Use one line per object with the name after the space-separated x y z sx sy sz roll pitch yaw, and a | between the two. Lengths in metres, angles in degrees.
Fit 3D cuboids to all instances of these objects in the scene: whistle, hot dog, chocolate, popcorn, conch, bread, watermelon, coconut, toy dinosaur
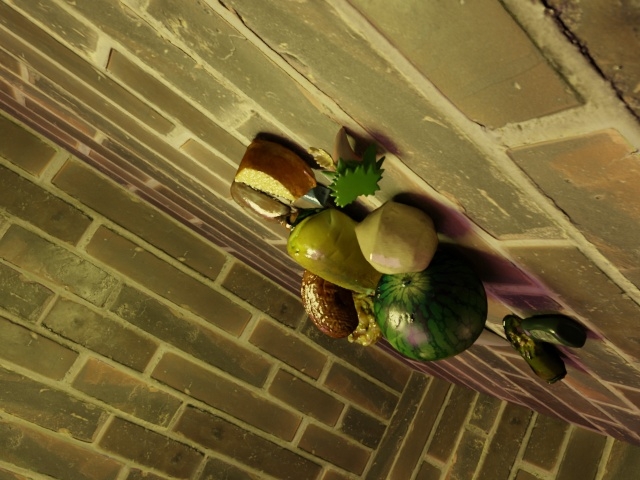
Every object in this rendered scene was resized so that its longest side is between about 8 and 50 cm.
-0.110 -0.183 1.553 0.304 0.062 0.062 23 164 20 | whistle
0.036 0.224 2.079 0.174 0.267 0.387 -14 101 23 | hot dog
-0.242 -0.133 1.907 0.262 0.083 0.161 27 167 2 | chocolate
0.206 0.397 2.504 0.282 0.282 0.247 29 -173 -3 | popcorn
-0.052 -0.071 1.804 0.233 0.080 0.086 -2 169 16 | conch
0.070 0.037 1.618 0.377 0.208 0.251 33 157 -33 | bread
-0.141 -0.211 1.393 0.260 0.129 0.134 20 155 26 | bread
0.326 0.196 1.489 0.363 0.363 0.363 27 165 8 | watermelon
0.199 -0.004 1.328 0.224 0.224 0.224 27 165 8 | coconut
0.075 -0.181 1.183 0.194 0.152 0.177 56 -171 -43 | toy dinosaur

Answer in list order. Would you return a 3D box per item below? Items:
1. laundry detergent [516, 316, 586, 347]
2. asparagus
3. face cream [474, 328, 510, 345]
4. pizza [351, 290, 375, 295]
0.725 0.293 1.587 0.144 0.078 0.222 28 165 -10 | laundry detergent
0.766 0.394 1.775 0.108 0.128 0.382 -27 131 27 | asparagus
0.658 0.397 2.056 0.274 0.096 0.154 20 165 -20 | face cream
0.167 0.153 2.151 0.188 0.080 0.204 -9 129 40 | pizza
